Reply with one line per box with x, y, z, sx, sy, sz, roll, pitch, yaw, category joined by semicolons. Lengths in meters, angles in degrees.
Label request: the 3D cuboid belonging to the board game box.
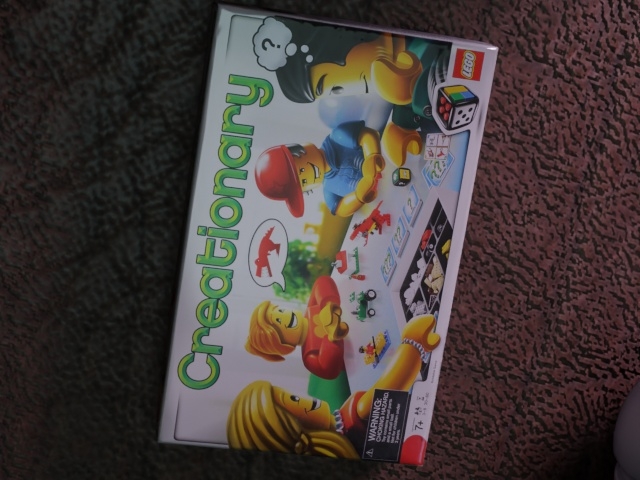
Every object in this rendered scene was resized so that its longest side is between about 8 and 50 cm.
0.000;0.000;0.873;0.193;0.053;0.305;6;101;-11;board game box

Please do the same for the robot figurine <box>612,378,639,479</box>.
0.315;0.219;0.899;0.300;0.200;0.353;-9;104;-13;robot figurine
